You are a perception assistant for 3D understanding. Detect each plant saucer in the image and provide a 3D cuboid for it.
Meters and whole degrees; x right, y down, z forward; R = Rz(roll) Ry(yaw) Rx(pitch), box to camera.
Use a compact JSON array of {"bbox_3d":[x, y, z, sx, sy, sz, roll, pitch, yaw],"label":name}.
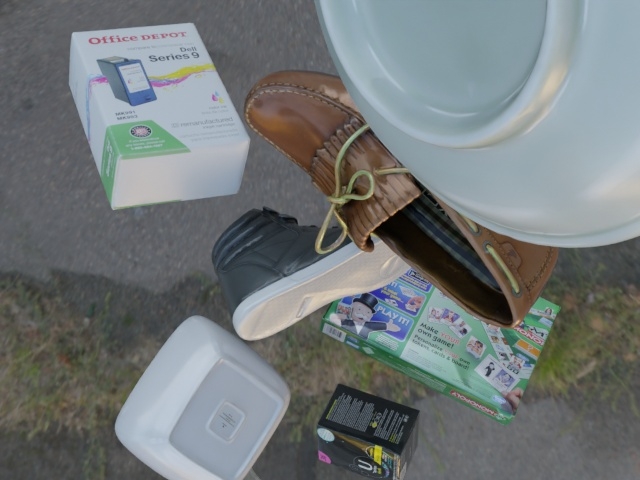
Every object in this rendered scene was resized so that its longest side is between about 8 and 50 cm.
[{"bbox_3d":[0.099,-0.174,0.663,0.101,0.400,0.400,-22,113,-35],"label":"plant saucer"}]

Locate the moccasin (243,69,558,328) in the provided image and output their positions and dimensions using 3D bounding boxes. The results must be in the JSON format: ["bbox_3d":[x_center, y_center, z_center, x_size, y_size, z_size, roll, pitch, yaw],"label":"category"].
[{"bbox_3d":[0.073,-0.043,1.108,0.380,0.147,0.139,41,140,-4],"label":"moccasin"}]

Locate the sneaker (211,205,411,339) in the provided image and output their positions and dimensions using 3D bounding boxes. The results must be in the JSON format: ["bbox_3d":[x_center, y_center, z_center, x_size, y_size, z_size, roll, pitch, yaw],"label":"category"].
[{"bbox_3d":[0.000,0.000,1.267,0.296,0.147,0.104,-24,143,-17],"label":"sneaker"}]

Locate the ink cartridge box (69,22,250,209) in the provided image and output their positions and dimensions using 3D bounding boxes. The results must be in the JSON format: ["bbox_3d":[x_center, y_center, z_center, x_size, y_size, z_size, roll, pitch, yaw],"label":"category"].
[{"bbox_3d":[-0.192,-0.150,1.200,0.154,0.212,0.093,-9,141,-23],"label":"ink cartridge box"}]

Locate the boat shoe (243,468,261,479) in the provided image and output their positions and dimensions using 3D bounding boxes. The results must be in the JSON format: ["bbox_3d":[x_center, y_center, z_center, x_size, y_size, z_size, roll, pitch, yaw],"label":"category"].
[{"bbox_3d":[-0.116,0.252,1.136,0.065,0.075,0.206,-44,71,39],"label":"boat shoe"}]

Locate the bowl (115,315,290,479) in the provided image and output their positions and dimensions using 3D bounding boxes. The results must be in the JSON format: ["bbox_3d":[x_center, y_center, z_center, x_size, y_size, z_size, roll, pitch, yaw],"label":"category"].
[{"bbox_3d":[-0.096,0.157,0.932,0.142,0.053,0.142,43,73,-33],"label":"bowl"}]

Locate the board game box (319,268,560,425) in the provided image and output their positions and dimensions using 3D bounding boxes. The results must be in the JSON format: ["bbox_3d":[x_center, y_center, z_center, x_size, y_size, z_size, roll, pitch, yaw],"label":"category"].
[{"bbox_3d":[0.187,0.120,1.593,0.317,0.213,0.046,27,147,8],"label":"board game box"}]

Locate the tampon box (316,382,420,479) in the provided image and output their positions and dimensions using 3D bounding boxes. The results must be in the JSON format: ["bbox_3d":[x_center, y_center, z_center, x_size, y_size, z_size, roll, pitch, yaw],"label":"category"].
[{"bbox_3d":[0.086,0.352,1.860,0.161,0.101,0.120,16,139,18],"label":"tampon box"}]
